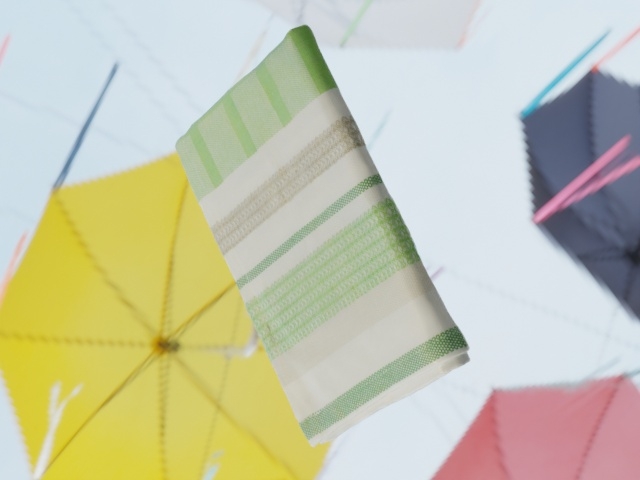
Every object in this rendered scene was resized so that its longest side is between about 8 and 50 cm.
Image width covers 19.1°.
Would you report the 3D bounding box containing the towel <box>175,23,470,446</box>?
[{"bbox_3d":[0.000,0.000,0.794,0.023,0.113,0.152,-16,-102,-39],"label":"towel"}]
